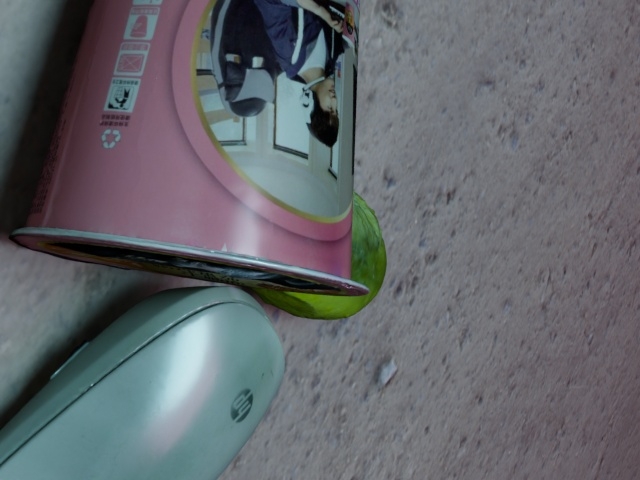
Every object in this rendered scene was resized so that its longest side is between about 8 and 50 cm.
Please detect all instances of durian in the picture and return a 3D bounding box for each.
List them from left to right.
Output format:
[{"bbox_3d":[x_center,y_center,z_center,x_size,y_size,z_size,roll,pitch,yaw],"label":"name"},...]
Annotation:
[{"bbox_3d":[0.000,0.000,0.849,0.250,0.101,0.139,45,64,-53],"label":"durian"}]

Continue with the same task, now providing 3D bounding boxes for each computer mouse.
[{"bbox_3d":[-0.134,0.155,0.680,0.288,0.097,0.159,-48,143,-18],"label":"computer mouse"}]

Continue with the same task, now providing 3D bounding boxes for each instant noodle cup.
[{"bbox_3d":[-0.066,-0.099,0.643,0.244,0.243,0.255,19,77,-54],"label":"instant noodle cup"}]
